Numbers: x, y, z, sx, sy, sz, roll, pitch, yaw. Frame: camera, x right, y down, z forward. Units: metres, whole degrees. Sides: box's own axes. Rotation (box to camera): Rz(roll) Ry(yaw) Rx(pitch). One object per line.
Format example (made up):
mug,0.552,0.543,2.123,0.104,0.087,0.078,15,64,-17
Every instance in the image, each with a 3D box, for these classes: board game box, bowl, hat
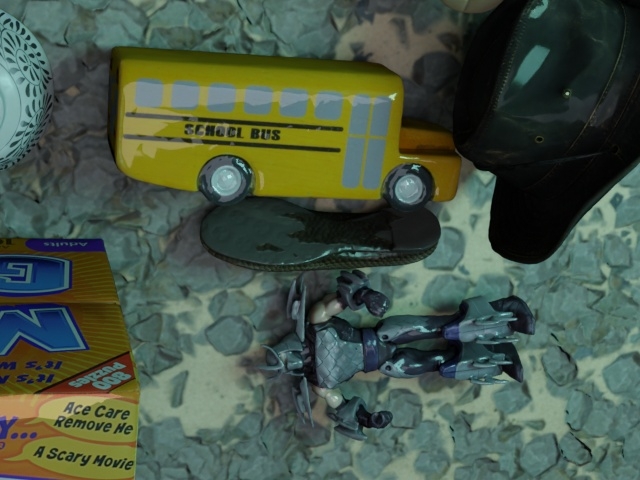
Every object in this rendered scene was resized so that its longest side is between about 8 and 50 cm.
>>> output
board game box,-0.359,0.217,1.090,0.356,0.356,0.356,1,109,-15
bowl,-0.324,-0.127,1.127,0.170,0.080,0.170,-5,109,-14
hat,0.204,-0.150,1.145,0.134,0.331,0.331,28,100,-13

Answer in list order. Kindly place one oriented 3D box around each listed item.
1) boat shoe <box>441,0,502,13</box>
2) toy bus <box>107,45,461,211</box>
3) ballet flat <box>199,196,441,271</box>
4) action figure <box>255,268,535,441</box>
boat shoe,0.141,-0.350,1.109,0.103,0.092,0.285,3,114,13
toy bus,-0.033,-0.106,1.198,0.333,0.108,0.130,1,107,-15
ballet flat,0.000,0.000,1.271,0.250,0.084,0.058,-2,152,-16
action figure,0.072,0.112,1.311,0.285,0.099,0.185,-5,119,-9
